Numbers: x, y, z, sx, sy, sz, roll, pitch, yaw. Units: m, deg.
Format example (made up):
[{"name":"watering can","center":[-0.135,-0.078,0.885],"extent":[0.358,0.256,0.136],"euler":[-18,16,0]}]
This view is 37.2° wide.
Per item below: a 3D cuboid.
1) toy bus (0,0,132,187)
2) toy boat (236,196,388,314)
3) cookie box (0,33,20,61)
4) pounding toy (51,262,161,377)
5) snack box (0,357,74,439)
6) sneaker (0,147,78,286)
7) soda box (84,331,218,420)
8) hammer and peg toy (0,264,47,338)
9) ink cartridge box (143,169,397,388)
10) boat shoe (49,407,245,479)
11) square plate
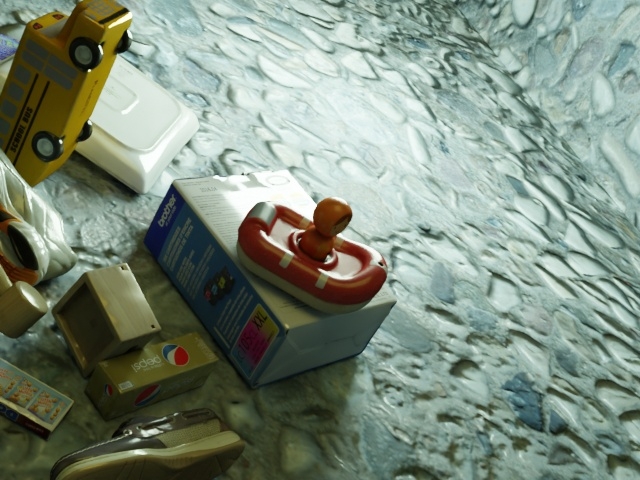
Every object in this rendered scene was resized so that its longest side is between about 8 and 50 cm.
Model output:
[{"name":"toy bus","center":[-0.414,-0.235,1.486],"extent":[0.130,0.333,0.108],"euler":[34,32,1]},{"name":"toy boat","center":[0.000,0.000,1.418],"extent":[0.231,0.151,0.151],"euler":[29,33,-5]},{"name":"cookie box","center":[-0.590,-0.336,1.751],"extent":[0.092,0.040,0.107],"euler":[14,36,-29]},{"name":"pounding toy","center":[-0.301,0.107,1.329],"extent":[0.100,0.141,0.130],"euler":[-13,68,-49]},{"name":"snack box","center":[-0.407,0.185,1.212],"extent":[0.178,0.022,0.064],"euler":[31,31,-2]},{"name":"sneaker","center":[-0.455,-0.048,1.417],"extent":[0.262,0.099,0.121],"euler":[62,25,10]},{"name":"soda box","center":[-0.232,0.186,1.324],"extent":[0.181,0.061,0.058],"euler":[-13,53,-49]},{"name":"hammer and peg toy","center":[-0.532,0.016,1.186],"extent":[0.266,0.127,0.361],"euler":[45,2,38]},{"name":"ink cartridge box","center":[-0.101,0.027,1.573],"extent":[0.270,0.151,0.395],"euler":[-9,52,-47]},{"name":"boat shoe","center":[-0.222,0.267,1.194],"extent":[0.285,0.103,0.092],"euler":[-2,40,-48]},{"name":"square plate","center":[-0.405,-0.267,1.771],"extent":[0.347,0.049,0.344],"euler":[36,30,-8]}]
